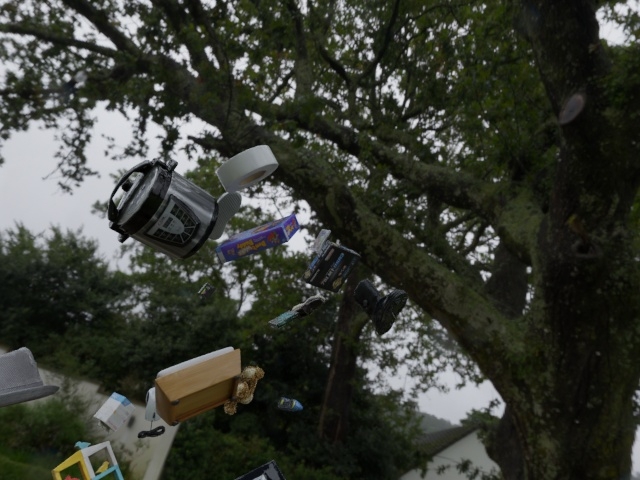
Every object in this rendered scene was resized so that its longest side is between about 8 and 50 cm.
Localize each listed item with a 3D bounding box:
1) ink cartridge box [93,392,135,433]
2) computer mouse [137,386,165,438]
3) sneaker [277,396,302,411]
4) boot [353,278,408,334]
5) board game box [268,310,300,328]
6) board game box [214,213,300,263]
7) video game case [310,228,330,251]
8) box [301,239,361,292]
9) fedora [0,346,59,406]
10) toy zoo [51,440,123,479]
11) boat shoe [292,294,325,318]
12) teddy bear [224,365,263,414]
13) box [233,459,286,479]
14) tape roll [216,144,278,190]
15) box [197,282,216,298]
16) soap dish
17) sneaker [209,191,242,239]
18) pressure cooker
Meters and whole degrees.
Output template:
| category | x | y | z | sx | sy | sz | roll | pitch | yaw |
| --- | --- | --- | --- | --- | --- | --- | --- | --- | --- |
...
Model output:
| category | x | y | z | sx | sy | sz | roll | pitch | yaw |
| --- | --- | --- | --- | --- | --- | --- | --- | --- | --- |
| ink cartridge box | -0.933 | 0.781 | 1.854 | 0.089 | 0.143 | 0.092 | 7 | -47 | 30 |
| computer mouse | -0.686 | 0.703 | 1.690 | 0.105 | 0.193 | 0.042 | 12 | -29 | -33 |
| sneaker | -0.179 | 0.967 | 2.408 | 0.082 | 0.069 | 0.209 | 32 | -30 | -23 |
| boot | 0.224 | 0.225 | 1.623 | 0.094 | 0.207 | 0.247 | -13 | -42 | -30 |
| board game box | -0.183 | 0.394 | 2.056 | 0.026 | 0.126 | 0.186 | 64 | -20 | -2 |
| board game box | -0.289 | -0.011 | 1.932 | 0.346 | 0.233 | 0.078 | -18 | -77 | 17 |
| video game case | 0.000 | 0.000 | 2.071 | 0.011 | 0.122 | 0.087 | 34 | -10 | -25 |
| box | 0.073 | 0.167 | 2.560 | 0.293 | 0.296 | 0.073 | 23 | 15 | -45 |
| fedora | -0.731 | 0.313 | 0.922 | 0.243 | 0.125 | 0.275 | -7 | -14 | -21 |
| toy zoo | -0.811 | 0.856 | 1.455 | 0.030 | 0.294 | 0.192 | -37 | -14 | 34 |
| boat shoe | -0.085 | 0.467 | 2.824 | 0.285 | 0.093 | 0.103 | -29 | -59 | 28 |
| teddy bear | -0.364 | 0.722 | 1.992 | 0.113 | 0.245 | 0.338 | 30 | -52 | 1 |
| box | -0.290 | 1.279 | 1.883 | 0.212 | 0.293 | 0.396 | 34 | -49 | 51 |
| tape roll | -0.345 | -0.337 | 1.956 | 0.286 | 0.286 | 0.100 | -29 | -90 | 50 |
| box | -0.528 | 0.235 | 1.916 | 0.052 | 0.062 | 0.083 | 40 | -20 | -13 |
| soap dish | -0.415 | 0.507 | 1.425 | 0.290 | 0.118 | 0.229 | -14 | -41 | -33 |
| sneaker | -0.537 | -0.162 | 2.256 | 0.126 | 0.128 | 0.321 | 25 | -65 | -27 |
| pressure cooker | -0.734 | -0.143 | 1.883 | 0.375 | 0.370 | 0.420 | -23 | -43 | 33 |
